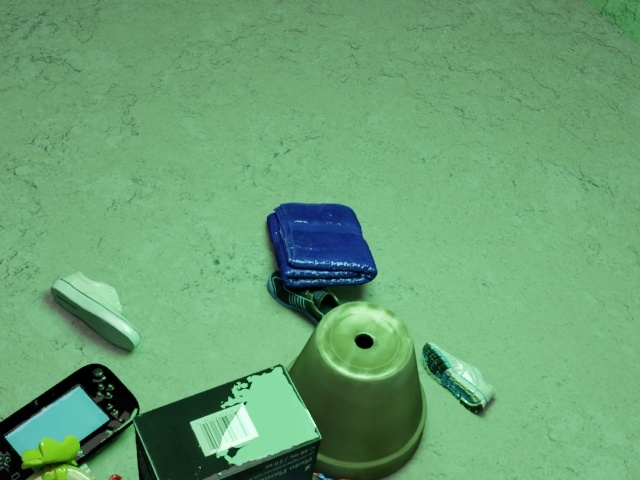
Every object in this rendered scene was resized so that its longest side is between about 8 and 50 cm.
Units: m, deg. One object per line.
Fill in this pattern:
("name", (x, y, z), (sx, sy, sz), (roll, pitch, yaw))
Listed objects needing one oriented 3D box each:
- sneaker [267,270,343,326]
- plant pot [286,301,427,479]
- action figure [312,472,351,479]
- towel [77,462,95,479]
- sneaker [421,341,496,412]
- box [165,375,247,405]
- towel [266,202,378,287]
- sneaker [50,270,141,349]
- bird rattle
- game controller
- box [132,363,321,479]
("sneaker", (-0.026, 0.126, 2.196), (0.232, 0.090, 0.081), (35, 53, 22))
("plant pot", (0.070, 0.281, 1.946), (0.323, 0.280, 0.323), (3, 48, -3))
("action figure", (0.026, 0.488, 1.917), (0.115, 0.038, 0.030), (11, 26, 4))
("towel", (-0.548, 0.451, 1.888), (0.144, 0.029, 0.197), (-31, 56, -30))
("sneaker", (0.305, 0.290, 2.115), (0.083, 0.071, 0.190), (-30, 66, -36))
("box", (-0.212, 0.358, 1.990), (0.207, 0.036, 0.114), (-18, 42, -21))
("towel", (0.000, 0.000, 2.264), (0.228, 0.076, 0.308), (-3, 30, -9))
("sneaker", (-0.480, 0.142, 2.124), (0.258, 0.094, 0.091), (33, 57, 22))
("bird rattle", (-0.461, 0.485, 1.770), (0.253, 0.143, 0.207), (44, 65, -7))
("game controller", (-0.516, 0.375, 1.896), (0.166, 0.067, 0.319), (37, 55, 27))
("box", (-0.174, 0.418, 1.781), (0.296, 0.294, 0.182), (-17, 55, -21))
